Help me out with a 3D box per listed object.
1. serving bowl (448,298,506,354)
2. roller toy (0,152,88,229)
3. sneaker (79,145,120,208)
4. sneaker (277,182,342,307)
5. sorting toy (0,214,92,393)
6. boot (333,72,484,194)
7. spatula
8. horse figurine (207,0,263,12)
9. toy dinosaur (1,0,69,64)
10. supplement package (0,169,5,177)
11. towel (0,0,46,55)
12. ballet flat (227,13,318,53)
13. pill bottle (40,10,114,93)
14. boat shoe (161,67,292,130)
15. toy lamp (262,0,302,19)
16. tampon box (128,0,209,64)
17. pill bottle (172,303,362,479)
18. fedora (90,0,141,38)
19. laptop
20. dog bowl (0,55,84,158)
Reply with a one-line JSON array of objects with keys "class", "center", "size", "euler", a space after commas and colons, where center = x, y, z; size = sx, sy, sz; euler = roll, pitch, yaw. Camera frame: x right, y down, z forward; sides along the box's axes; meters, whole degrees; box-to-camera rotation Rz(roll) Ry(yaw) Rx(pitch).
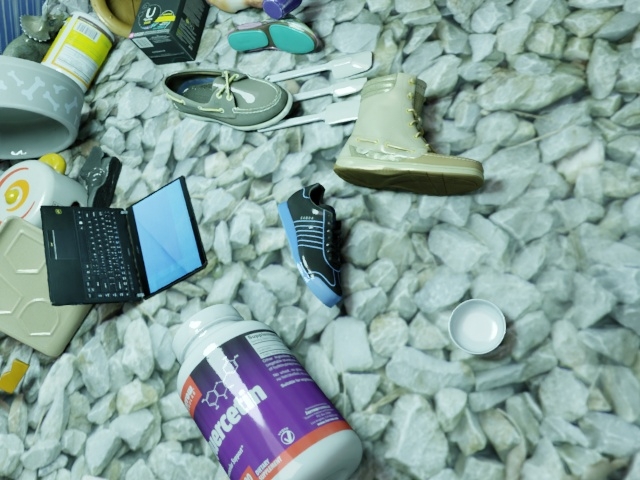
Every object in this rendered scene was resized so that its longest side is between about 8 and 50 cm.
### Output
[{"class": "serving bowl", "center": [0.237, 0.132, 0.858], "size": [0.083, 0.027, 0.083], "euler": [-9, 66, 20]}, {"class": "roller toy", "center": [-0.623, -0.073, 1.253], "size": [0.209, 0.146, 0.191], "euler": [-31, 61, 9]}, {"class": "sneaker", "center": [-0.506, -0.137, 1.286], "size": [0.089, 0.051, 0.170], "euler": [2, 66, 25]}, {"class": "sneaker", "center": [0.000, 0.000, 0.985], "size": [0.090, 0.081, 0.232], "euler": [-34, 59, 17]}, {"class": "sorting toy", "center": [-0.601, 0.134, 1.148], "size": [0.307, 0.229, 0.041], "euler": [-59, 15, -7]}, {"class": "boot", "center": [0.166, -0.187, 0.983], "size": [0.262, 0.095, 0.203], "euler": [8, 72, 31]}, {"class": "spatula", "center": [-0.015, -0.297, 1.152], "size": [0.242, 0.019, 0.168], "euler": [-5, 69, 26]}, {"class": "horse figurine", "center": [-0.176, -0.584, 1.310], "size": [0.263, 0.066, 0.174], "euler": [6, 66, 24]}, {"class": "toy dinosaur", "center": [-0.748, -0.457, 1.456], "size": [0.121, 0.160, 0.313], "euler": [33, 84, 31]}, {"class": "supplement package", "center": [-0.926, -0.168, 1.368], "size": [0.139, 0.244, 0.134], "euler": [15, 77, 27]}, {"class": "towel", "center": [-0.803, -0.512, 1.392], "size": [0.040, 0.243, 0.336], "euler": [32, 48, 3]}, {"class": "ballet flat", "center": [-0.097, -0.447, 1.221], "size": [0.221, 0.077, 0.079], "euler": [7, 53, 27]}, {"class": "pill bottle", "center": [-0.612, -0.448, 1.416], "size": [0.117, 0.117, 0.215], "euler": [19, 78, 29]}, {"class": "boat shoe", "center": [-0.200, -0.301, 1.183], "size": [0.305, 0.091, 0.109], "euler": [12, 75, 30]}, {"class": "toy lamp", "center": [-0.037, -0.570, 1.202], "size": [0.080, 0.080, 0.275], "euler": [16, 61, 28]}, {"class": "tampon box", "center": [-0.351, -0.513, 1.336], "size": [0.120, 0.101, 0.161], "euler": [2, 70, 24]}, {"class": "pill bottle", "center": [-0.097, 0.250, 0.868], "size": [0.181, 0.181, 0.323], "euler": [-45, 59, 1]}, {"class": "fedora", "center": [-0.482, -0.570, 1.409], "size": [0.079, 0.194, 0.194], "euler": [-26, 55, 52]}, {"class": "laptop", "center": [-0.393, -0.009, 1.130], "size": [0.136, 0.264, 0.234], "euler": [-51, 50, 42]}, {"class": "dog bowl", "center": [-0.712, -0.281, 1.277], "size": [0.348, 0.349, 0.102], "euler": [-12, 79, 19]}]
